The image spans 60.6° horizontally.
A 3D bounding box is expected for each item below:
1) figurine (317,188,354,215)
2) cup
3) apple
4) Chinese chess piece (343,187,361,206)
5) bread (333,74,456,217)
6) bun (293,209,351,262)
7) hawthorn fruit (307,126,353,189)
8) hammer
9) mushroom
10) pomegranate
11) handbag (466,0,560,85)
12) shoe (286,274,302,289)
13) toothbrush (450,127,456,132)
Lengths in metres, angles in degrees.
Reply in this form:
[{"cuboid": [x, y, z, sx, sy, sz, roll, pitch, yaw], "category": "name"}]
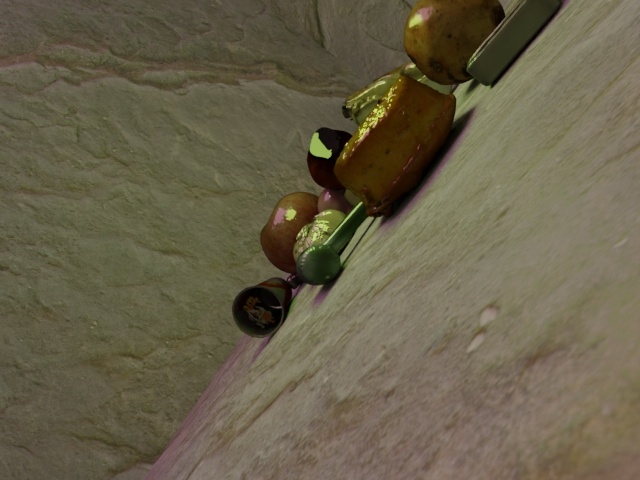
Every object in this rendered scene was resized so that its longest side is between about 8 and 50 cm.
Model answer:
[{"cuboid": [0.070, -0.130, 2.084, 0.173, 0.173, 0.173, -54, 4, 6], "category": "figurine"}, {"cuboid": [-0.205, 0.237, 2.123, 0.203, 0.203, 0.288, -53, -3, 12], "category": "cup"}, {"cuboid": [-0.105, -0.038, 2.235, 0.345, 0.269, 0.345, -57, -19, -32], "category": "apple"}, {"cuboid": [0.177, -0.222, 1.858, 0.250, 0.103, 0.250, -56, -3, -5], "category": "Chinese chess piece"}, {"cuboid": [0.181, -0.242, 1.405, 0.358, 0.204, 0.337, -58, 1, -7], "category": "bread"}, {"cuboid": [0.000, 0.000, 1.882, 0.259, 0.152, 0.259, -56, 3, 5], "category": "bun"}, {"cuboid": [0.045, -0.280, 1.982, 0.215, 0.215, 0.250, -56, -6, -23], "category": "hawthorn fruit"}, {"cuboid": [0.062, -0.008, 1.604, 0.335, 0.119, 0.206, -48, 4, -8], "category": "hammer"}, {"cuboid": [0.293, -0.514, 2.021, 0.397, 0.224, 0.314, -30, 15, 13], "category": "mushroom"}, {"cuboid": [0.377, -0.581, 1.539, 0.281, 0.281, 0.281, -54, 4, 6], "category": "pomegranate"}, {"cuboid": [0.453, -0.492, 1.294, 0.256, 0.079, 0.219, -50, 2, 34], "category": "handbag"}, {"cuboid": [-0.082, 0.131, 2.348, 0.077, 0.074, 0.194, -38, 14, 30], "category": "shoe"}, {"cuboid": [0.325, -0.272, 1.391, 0.008, 0.006, 0.097, -51, 4, -8], "category": "toothbrush"}]
